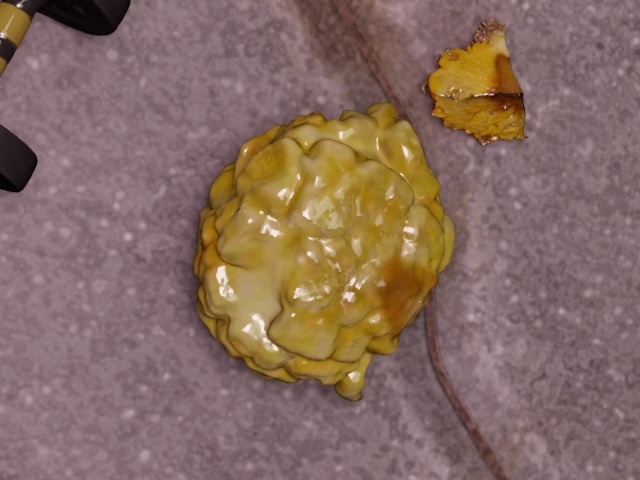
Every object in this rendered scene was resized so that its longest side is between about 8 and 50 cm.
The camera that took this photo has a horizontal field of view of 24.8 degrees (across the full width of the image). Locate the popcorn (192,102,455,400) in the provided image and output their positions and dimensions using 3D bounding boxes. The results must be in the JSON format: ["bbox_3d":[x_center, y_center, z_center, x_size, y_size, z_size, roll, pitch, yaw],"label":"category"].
[{"bbox_3d":[0.008,0.008,1.173,0.217,0.181,0.235,43,80,-18],"label":"popcorn"}]

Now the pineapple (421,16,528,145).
[{"bbox_3d":[0.150,-0.151,1.292,0.114,0.077,0.114,14,71,-25],"label":"pineapple"}]

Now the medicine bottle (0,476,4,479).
[{"bbox_3d":[-0.385,0.299,0.998,0.242,0.242,0.395,31,66,-19],"label":"medicine bottle"}]

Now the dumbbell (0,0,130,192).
[{"bbox_3d":[-0.244,-0.145,1.093,0.143,0.143,0.325,32,78,-19],"label":"dumbbell"}]
